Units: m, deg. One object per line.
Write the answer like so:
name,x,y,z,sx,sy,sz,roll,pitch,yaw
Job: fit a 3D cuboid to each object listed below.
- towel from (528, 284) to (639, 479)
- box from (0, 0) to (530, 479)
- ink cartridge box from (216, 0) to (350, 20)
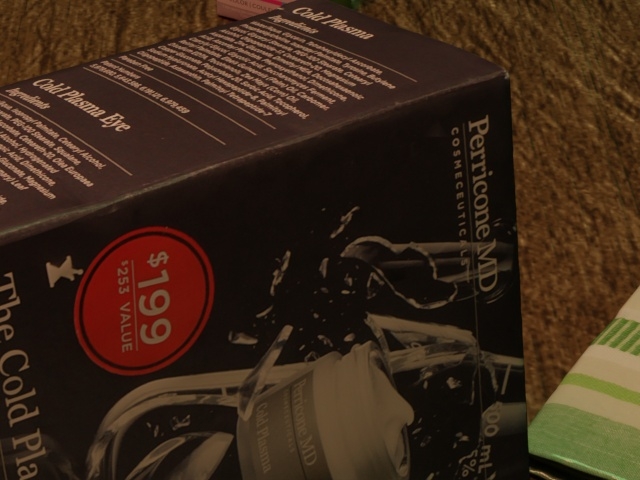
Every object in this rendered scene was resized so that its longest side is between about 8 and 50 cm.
towel,0.306,0.092,1.247,0.248,0.038,0.325,18,39,26
box,-0.070,0.089,0.943,0.312,0.343,0.179,-21,29,-28
ink cartridge box,-0.032,-0.287,1.643,0.109,0.209,0.062,18,37,24
